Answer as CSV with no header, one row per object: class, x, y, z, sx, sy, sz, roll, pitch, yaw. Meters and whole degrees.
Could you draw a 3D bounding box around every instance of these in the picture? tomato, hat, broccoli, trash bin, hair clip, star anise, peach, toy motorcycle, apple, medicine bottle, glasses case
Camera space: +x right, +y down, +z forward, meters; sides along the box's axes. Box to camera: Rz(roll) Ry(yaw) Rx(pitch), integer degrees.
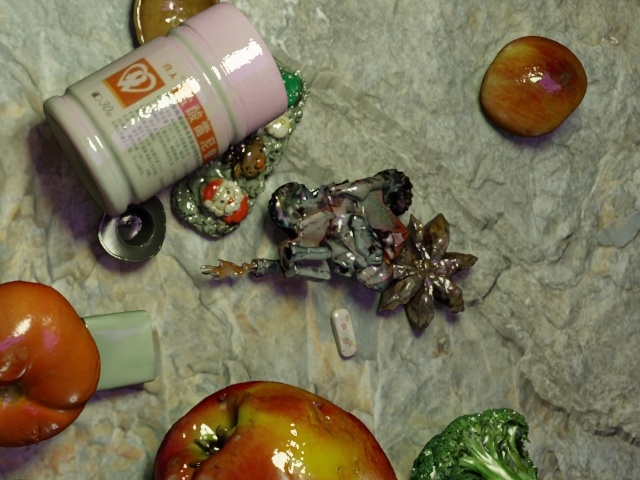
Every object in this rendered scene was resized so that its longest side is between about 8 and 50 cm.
tomato,-0.440,0.172,1.711,0.259,0.180,0.260,-8,127,-11
hat,-0.294,-0.020,1.882,0.121,0.050,0.121,3,85,-33
broccoli,0.292,0.437,2.090,0.308,0.275,0.308,-16,109,-55
trash bin,-0.324,0.170,1.859,0.130,0.059,0.116,-6,94,-30
hair clip,-0.112,-0.155,1.962,0.138,0.091,0.321,33,75,-27
star anise,0.187,0.063,2.136,0.197,0.073,0.212,46,71,-18
peach,-0.043,0.410,1.855,0.353,0.339,0.416,-46,115,-21
toy motorcycle,0.000,0.000,1.994,0.401,0.134,0.207,-9,85,-34
apple,0.388,-0.285,2.219,0.173,0.160,0.195,37,64,-1
medicine bottle,-0.227,-0.196,1.807,0.316,0.202,0.202,-33,105,-13
glasses case,0.040,0.158,2.082,0.032,0.021,0.083,-15,97,-26

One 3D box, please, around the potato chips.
potato chips,-0.224,-0.339,1.925,0.150,0.049,0.202,-23,100,-18
